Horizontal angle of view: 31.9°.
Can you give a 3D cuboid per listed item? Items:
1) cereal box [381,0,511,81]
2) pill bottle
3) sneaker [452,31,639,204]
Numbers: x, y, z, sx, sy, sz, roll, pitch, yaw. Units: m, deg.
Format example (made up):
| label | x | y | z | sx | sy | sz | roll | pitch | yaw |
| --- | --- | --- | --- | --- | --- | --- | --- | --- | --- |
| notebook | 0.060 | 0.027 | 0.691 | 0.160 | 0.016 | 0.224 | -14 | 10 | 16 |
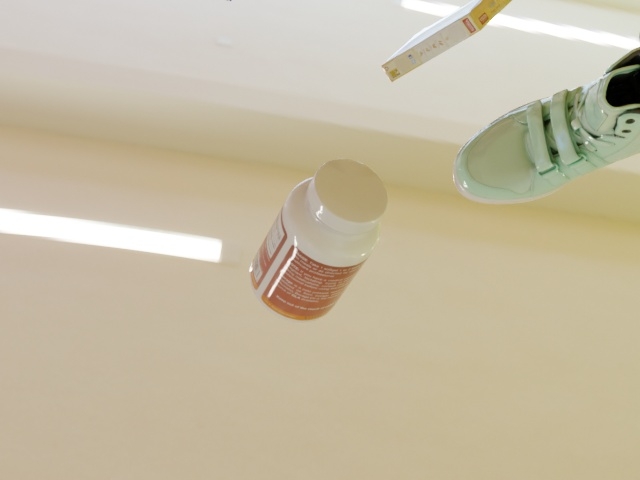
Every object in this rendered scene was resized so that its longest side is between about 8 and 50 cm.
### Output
| label | x | y | z | sx | sy | sz | roll | pitch | yaw |
| --- | --- | --- | --- | --- | --- | --- | --- | --- | --- |
| cereal box | 0.250 | -0.412 | 2.218 | 0.047 | 0.240 | 0.173 | 55 | -136 | -11 |
| pill bottle | 0.000 | 0.000 | 1.352 | 0.121 | 0.216 | 0.121 | 11 | -126 | -16 |
| sneaker | 0.225 | -0.111 | 1.007 | 0.256 | 0.094 | 0.151 | -19 | 164 | 18 |
